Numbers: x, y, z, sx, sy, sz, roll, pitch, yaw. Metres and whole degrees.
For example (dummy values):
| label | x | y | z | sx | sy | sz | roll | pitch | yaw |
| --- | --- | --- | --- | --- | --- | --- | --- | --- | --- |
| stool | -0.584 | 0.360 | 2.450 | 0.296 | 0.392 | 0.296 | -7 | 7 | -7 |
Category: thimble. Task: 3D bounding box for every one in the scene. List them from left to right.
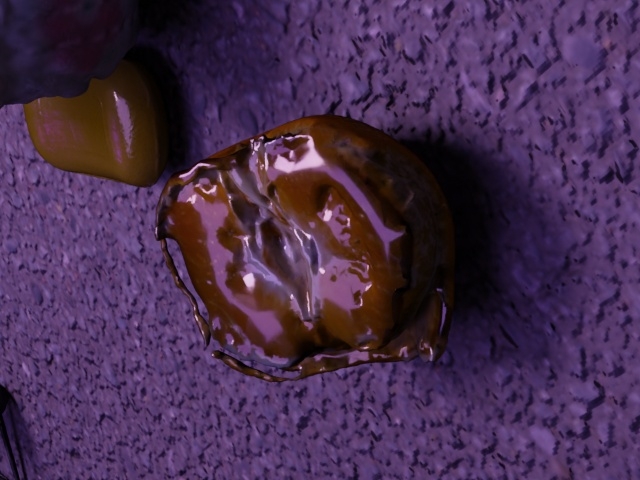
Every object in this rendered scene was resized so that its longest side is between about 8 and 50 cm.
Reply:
| label | x | y | z | sx | sy | sz | roll | pitch | yaw |
| --- | --- | --- | --- | --- | --- | --- | --- | --- | --- |
| thimble | -0.196 | -0.164 | 0.766 | 0.211 | 0.185 | 0.149 | -118 | 25 | -62 |

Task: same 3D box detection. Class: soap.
| label | x | y | z | sx | sy | sz | roll | pitch | yaw |
| --- | --- | --- | --- | --- | --- | --- | --- | --- | --- |
| soap | -0.148 | -0.083 | 0.874 | 0.140 | 0.045 | 0.089 | 13 | 121 | 43 |

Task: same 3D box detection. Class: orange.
| label | x | y | z | sx | sy | sz | roll | pitch | yaw |
| --- | --- | --- | --- | --- | --- | --- | --- | --- | --- |
| orange | 0.000 | 0.000 | 0.703 | 0.170 | 0.112 | 0.160 | 29 | 122 | 5 |

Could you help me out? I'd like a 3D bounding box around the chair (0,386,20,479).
| label | x | y | z | sx | sy | sz | roll | pitch | yaw |
| --- | --- | --- | --- | --- | --- | --- | --- | --- | --- |
| chair | -0.354 | 0.133 | 1.150 | 0.145 | 0.140 | 0.221 | 26 | 123 | 33 |
